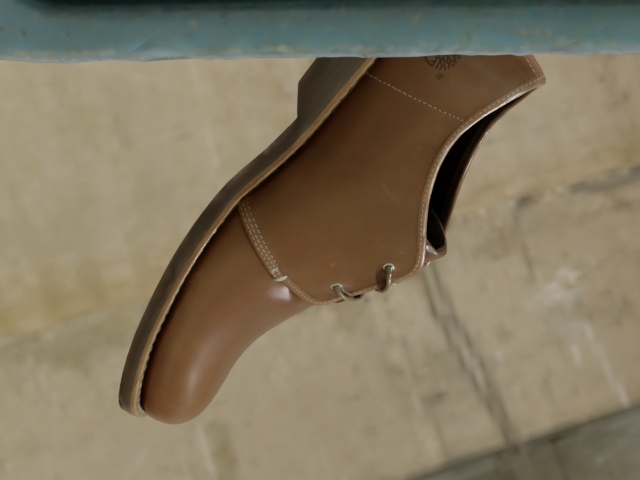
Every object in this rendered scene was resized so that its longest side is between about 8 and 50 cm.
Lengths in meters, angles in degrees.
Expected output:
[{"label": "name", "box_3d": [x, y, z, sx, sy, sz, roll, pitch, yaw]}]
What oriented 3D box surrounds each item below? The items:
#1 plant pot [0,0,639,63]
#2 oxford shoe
[{"label": "plant pot", "box_3d": [0.061, -0.195, 0.442, 0.247, 0.252, 0.248, 1, -67, 19]}, {"label": "oxford shoe", "box_3d": [0.000, 0.000, 0.723, 0.076, 0.076, 0.212, 41, -66, 6]}]
